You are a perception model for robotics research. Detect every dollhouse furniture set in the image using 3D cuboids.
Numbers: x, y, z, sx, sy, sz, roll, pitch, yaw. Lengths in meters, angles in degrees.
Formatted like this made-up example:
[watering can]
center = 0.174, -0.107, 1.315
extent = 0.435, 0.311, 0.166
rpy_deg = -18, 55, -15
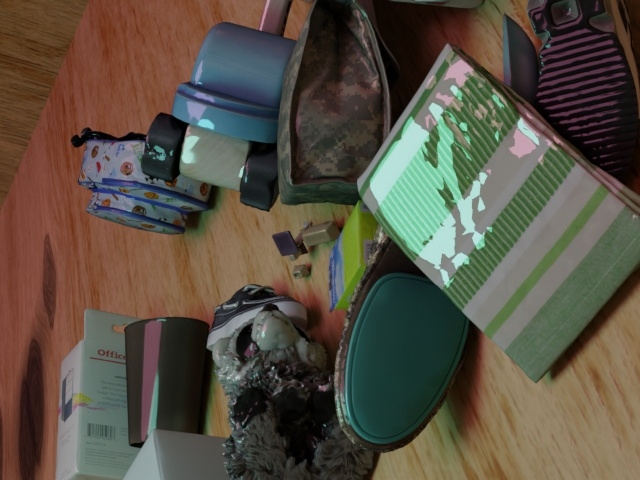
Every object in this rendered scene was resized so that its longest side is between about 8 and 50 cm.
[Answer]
[dollhouse furniture set]
center = 0.000, 0.000, 1.722
extent = 0.114, 0.091, 0.081
rpy_deg = -14, 21, 34

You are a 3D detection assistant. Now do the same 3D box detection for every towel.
[towel]
center = 0.202, -0.035, 1.187
extent = 0.325, 0.038, 0.247
rpy_deg = 45, 122, 19

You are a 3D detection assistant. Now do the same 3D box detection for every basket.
[basket]
center = -0.296, 0.277, 1.986
extent = 0.204, 0.154, 0.226
rpy_deg = -27, 59, 52

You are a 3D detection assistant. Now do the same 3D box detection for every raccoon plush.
[raccoon plush]
center = -0.088, 0.322, 1.557
extent = 0.299, 0.216, 0.446
rpy_deg = -149, 74, -68

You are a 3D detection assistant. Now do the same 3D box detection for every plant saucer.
[plant saucer]
center = 0.244, -0.179, 1.266
extent = 0.195, 0.038, 0.194
rpy_deg = -3, -90, -81

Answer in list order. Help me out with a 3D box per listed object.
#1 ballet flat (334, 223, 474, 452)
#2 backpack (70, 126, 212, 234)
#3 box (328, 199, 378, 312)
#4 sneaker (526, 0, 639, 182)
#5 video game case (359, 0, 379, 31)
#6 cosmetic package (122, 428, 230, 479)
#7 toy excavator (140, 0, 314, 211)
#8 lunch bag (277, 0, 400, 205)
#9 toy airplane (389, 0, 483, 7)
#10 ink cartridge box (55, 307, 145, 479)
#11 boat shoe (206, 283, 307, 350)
[ballet flat]
center = 0.127, 0.037, 1.368
extent = 0.182, 0.164, 0.482
rpy_deg = 145, 141, -80
[backpack]
center = -0.351, -0.124, 2.151
extent = 0.263, 0.277, 0.213
rpy_deg = -7, 77, 53
[box]
center = 0.051, 0.029, 1.542
extent = 0.178, 0.043, 0.109
rpy_deg = 117, 156, -61
[sneaker]
center = 0.308, -0.215, 1.185
extent = 0.123, 0.146, 0.330
rpy_deg = -5, 96, 32
[video game case]
center = 0.042, -0.448, 1.603
extent = 0.329, 0.036, 0.299
rpy_deg = 72, -174, -53
[cosmetic package]
center = -0.199, 0.430, 1.662
extent = 0.224, 0.224, 0.138
rpy_deg = -56, 35, 32
[toy excavator]
center = -0.095, -0.312, 1.765
extent = 0.433, 0.222, 0.445
rpy_deg = -53, -20, -75
[lunch bag]
center = 0.022, -0.201, 1.513
extent = 0.235, 0.169, 0.286
rpy_deg = 136, 135, -83
[toy airplane]
center = 0.176, -0.505, 1.418
extent = 0.384, 0.273, 0.386
rpy_deg = 94, 151, -59
[ink cartridge box]
center = -0.411, 0.329, 2.096
extent = 0.119, 0.207, 0.353
rpy_deg = -42, 43, 44
[boat shoe]
center = -0.111, 0.121, 1.775
extent = 0.301, 0.108, 0.102
rpy_deg = 149, 127, -61
